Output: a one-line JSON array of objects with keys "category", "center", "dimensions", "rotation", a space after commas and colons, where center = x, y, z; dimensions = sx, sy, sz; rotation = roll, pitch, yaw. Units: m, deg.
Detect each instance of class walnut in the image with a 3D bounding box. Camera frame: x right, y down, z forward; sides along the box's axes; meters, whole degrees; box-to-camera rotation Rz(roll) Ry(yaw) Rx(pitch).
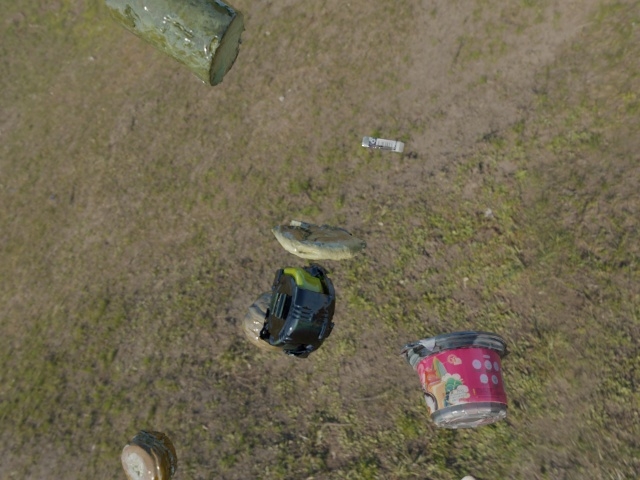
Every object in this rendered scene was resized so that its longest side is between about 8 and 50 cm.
[{"category": "walnut", "center": [-0.195, 0.334, 1.982], "dimensions": [0.248, 0.248, 0.249], "rotation": [-20, 49, 25]}]

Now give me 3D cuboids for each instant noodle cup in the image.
[{"category": "instant noodle cup", "center": [0.352, 0.356, 1.185], "dimensions": [0.302, 0.258, 0.182], "rotation": [1, 56, -7]}]

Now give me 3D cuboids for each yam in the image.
[{"category": "yam", "center": [-0.325, -0.513, 1.102], "dimensions": [0.195, 0.300, 0.195], "rotation": [-56, 1, 1]}]

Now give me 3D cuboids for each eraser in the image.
[{"category": "eraser", "center": [0.149, -0.229, 1.141], "dimensions": [0.099, 0.019, 0.027], "rotation": [10, 95, 11]}]

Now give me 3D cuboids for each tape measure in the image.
[{"category": "tape measure", "center": [-0.046, 0.138, 0.991], "dimensions": [0.186, 0.112, 0.199], "rotation": [-10, 66, 64]}]

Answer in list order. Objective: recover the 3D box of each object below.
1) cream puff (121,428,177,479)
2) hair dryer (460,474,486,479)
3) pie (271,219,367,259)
[{"category": "cream puff", "center": [-0.449, 0.586, 1.278], "dimensions": [0.150, 0.115, 0.166], "rotation": [-2, 90, 27]}, {"category": "hair dryer", "center": [0.271, 0.452, 0.637], "dimensions": [0.256, 0.128, 0.070], "rotation": [-89, 23, -58]}, {"category": "pie", "center": [0.000, 0.000, 1.652], "dimensions": [0.337, 0.337, 0.075], "rotation": [29, 112, 46]}]
